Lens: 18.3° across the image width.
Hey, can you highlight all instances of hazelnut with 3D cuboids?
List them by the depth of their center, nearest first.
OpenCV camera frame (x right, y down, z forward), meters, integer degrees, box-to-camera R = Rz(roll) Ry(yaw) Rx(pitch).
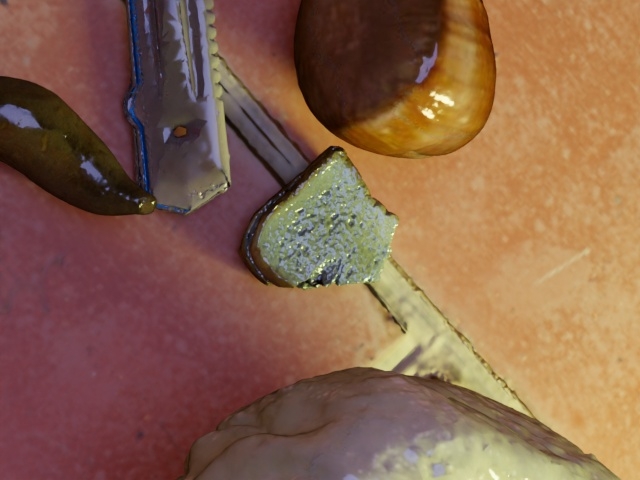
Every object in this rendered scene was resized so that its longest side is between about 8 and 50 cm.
[{"bbox_3d":[0.060,-0.129,1.339,0.150,0.150,0.150,2,84,-19],"label":"hazelnut"}]

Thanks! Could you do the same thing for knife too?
[{"bbox_3d":[-0.112,-0.197,1.337,0.089,0.043,0.365,-7,89,14],"label":"knife"}]

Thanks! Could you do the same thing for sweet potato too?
[{"bbox_3d":[-0.221,-0.077,1.279,0.249,0.059,0.069,18,91,-12],"label":"sweet potato"}]

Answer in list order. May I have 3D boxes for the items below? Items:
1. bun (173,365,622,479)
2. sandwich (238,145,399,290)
[{"bbox_3d":[0.033,0.232,1.237,0.352,0.227,0.349,-36,119,-24],"label":"bun"},{"bbox_3d":[0.000,0.000,1.355,0.105,0.036,0.093,-40,99,-17],"label":"sandwich"}]
